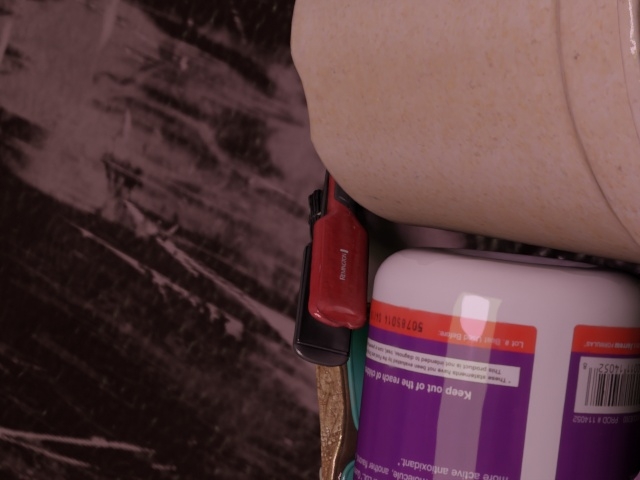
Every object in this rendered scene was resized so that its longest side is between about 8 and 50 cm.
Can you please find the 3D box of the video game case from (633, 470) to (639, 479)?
[{"bbox_3d":[0.219,0.239,1.010,0.232,0.210,0.042,-59,32,18],"label":"video game case"}]

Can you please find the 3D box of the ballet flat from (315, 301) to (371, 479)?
[{"bbox_3d":[0.028,0.146,1.237,0.067,0.073,0.206,-177,87,-65],"label":"ballet flat"}]

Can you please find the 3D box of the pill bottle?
[{"bbox_3d":[0.108,0.171,1.101,0.181,0.181,0.323,8,93,35],"label":"pill bottle"}]

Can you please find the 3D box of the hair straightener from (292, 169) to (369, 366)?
[{"bbox_3d":[0.000,0.000,1.207,0.230,0.047,0.089,-93,19,-45],"label":"hair straightener"}]

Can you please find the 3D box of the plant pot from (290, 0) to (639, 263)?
[{"bbox_3d":[0.161,-0.121,1.019,0.305,0.334,0.334,1,89,46],"label":"plant pot"}]
